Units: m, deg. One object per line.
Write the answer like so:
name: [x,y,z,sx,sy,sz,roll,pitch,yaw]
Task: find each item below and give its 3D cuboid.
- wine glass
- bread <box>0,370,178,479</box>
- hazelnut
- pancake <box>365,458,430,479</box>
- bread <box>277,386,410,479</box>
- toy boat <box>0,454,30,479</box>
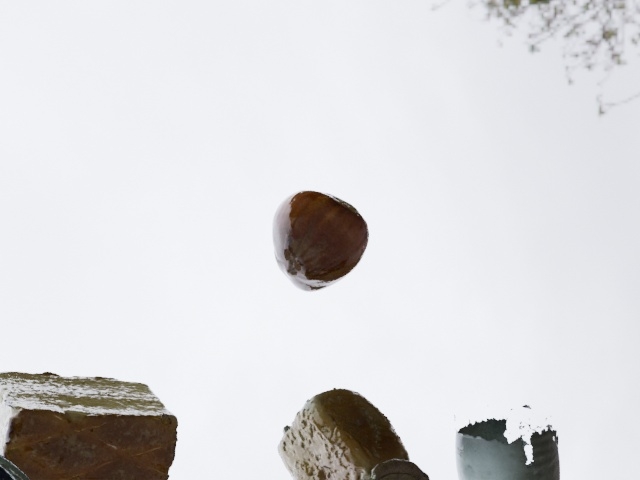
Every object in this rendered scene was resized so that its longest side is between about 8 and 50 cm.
wine glass: [0.346,0.484,1.724,0.190,0.190,0.357,-4,-92,-49]
bread: [-0.393,0.363,1.493,0.279,0.207,0.279,6,-81,-32]
hazelnut: [0.000,0.000,1.690,0.182,0.182,0.182,-11,-76,-48]
pancake: [0.122,0.453,1.573,0.199,0.021,0.199,2,-93,-35]
bread: [0.052,0.387,1.759,0.176,0.246,0.195,-7,-43,-45]
toy boat: [-0.385,0.333,1.110,0.114,0.262,0.115,-47,-21,18]
